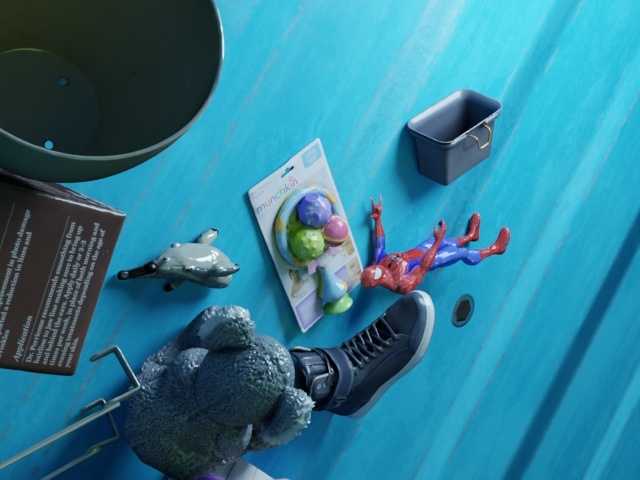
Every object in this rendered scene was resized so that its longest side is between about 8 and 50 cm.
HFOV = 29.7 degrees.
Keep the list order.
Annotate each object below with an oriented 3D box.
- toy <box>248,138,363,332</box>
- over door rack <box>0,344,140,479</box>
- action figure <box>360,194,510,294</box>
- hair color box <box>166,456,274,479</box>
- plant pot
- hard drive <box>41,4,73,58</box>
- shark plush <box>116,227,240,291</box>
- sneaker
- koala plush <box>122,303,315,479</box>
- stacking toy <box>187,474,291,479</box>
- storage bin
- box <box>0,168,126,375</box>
[{"bbox_3d":[0.000,0.000,1.626,0.137,0.056,0.237,-40,130,-30],"label":"toy"},{"bbox_3d":[-0.318,0.276,1.287,0.324,0.108,0.239,-40,173,-26],"label":"over door rack"},{"bbox_3d":[0.162,-0.009,1.760,0.280,0.091,0.139,-22,127,-39],"label":"action figure"},{"bbox_3d":[-0.064,0.430,1.559,0.339,0.110,0.185,39,50,-22],"label":"hair color box"},{"bbox_3d":[-0.261,-0.169,1.180,0.284,0.191,0.284,10,65,-23],"label":"plant pot"},{"bbox_3d":[-0.241,-0.222,1.329,0.094,0.022,0.135,-45,131,-23],"label":"hard drive"},{"bbox_3d":[-0.169,0.043,1.480,0.161,0.073,0.067,-17,147,-45],"label":"shark plush"},{"bbox_3d":[0.049,0.154,1.674,0.163,0.086,0.226,17,115,-44],"label":"sneaker"},{"bbox_3d":[-0.106,0.177,1.417,0.203,0.221,0.196,-31,90,-41],"label":"koala plush"},{"bbox_3d":[-0.138,0.333,1.383,0.302,0.165,0.175,-18,156,-42],"label":"stacking toy"},{"bbox_3d":[0.200,-0.143,1.752,0.135,0.098,0.091,-35,137,-31],"label":"storage bin"},{"bbox_3d":[-0.399,0.010,1.178,0.381,0.143,0.191,16,94,-48],"label":"box"}]
